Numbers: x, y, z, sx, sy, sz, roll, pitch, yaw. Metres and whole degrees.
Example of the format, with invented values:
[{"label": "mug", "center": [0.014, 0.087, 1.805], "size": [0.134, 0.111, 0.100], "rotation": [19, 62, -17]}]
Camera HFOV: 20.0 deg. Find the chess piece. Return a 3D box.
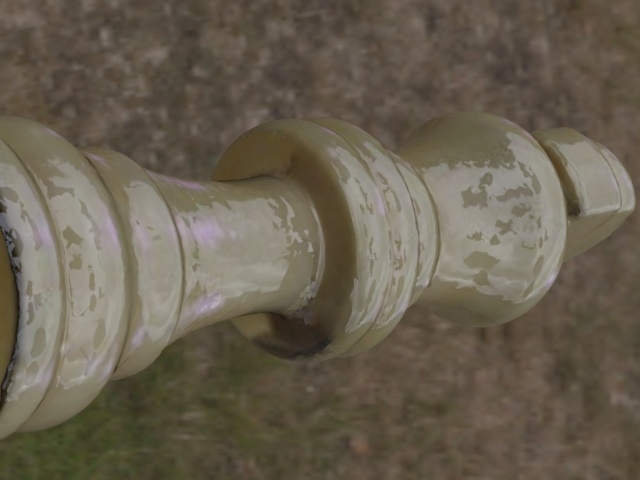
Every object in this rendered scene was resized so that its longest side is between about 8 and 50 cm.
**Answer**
[{"label": "chess piece", "center": [0.000, 0.000, 0.753], "size": [0.397, 0.117, 0.117], "rotation": [-6, 92, -45]}]
